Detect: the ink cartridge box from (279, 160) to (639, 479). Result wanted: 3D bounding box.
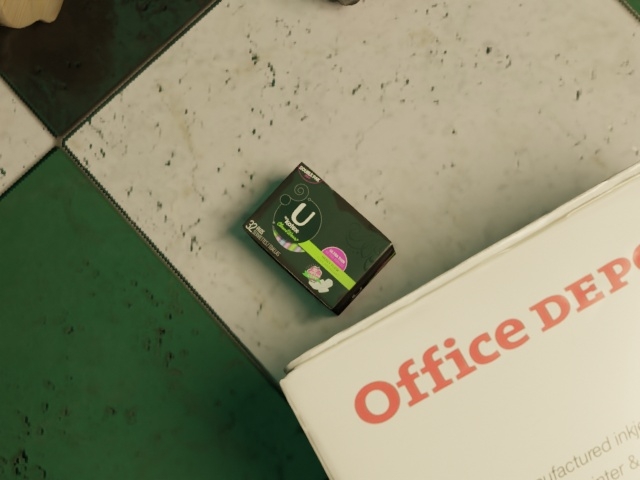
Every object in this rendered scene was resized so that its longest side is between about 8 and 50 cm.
[{"bbox_3d":[0.194,0.184,0.901,0.285,0.166,0.395,-29,82,0],"label":"ink cartridge box"}]

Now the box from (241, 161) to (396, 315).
[{"bbox_3d":[0.000,0.000,1.002,0.083,0.052,0.062,42,88,10],"label":"box"}]

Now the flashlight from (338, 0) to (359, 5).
[{"bbox_3d":[-0.033,-0.306,1.030,0.103,0.103,0.304,-27,84,-34],"label":"flashlight"}]

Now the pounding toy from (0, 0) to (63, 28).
[{"bbox_3d":[-0.253,-0.225,1.004,0.155,0.154,0.269,12,83,6],"label":"pounding toy"}]
